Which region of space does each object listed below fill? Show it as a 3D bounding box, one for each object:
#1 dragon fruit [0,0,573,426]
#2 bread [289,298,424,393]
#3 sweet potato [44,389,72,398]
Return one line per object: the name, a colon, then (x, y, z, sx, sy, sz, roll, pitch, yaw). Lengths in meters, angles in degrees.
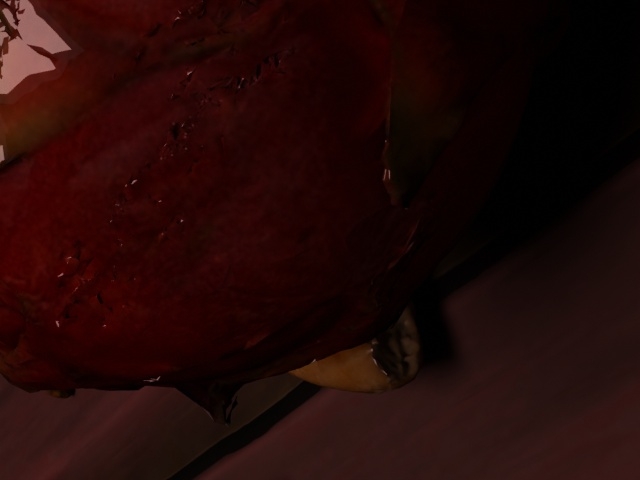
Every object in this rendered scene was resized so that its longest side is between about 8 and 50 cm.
dragon fruit: (-0.059, -0.091, 0.671, 0.301, 0.296, 0.295, -57, 49, 20)
bread: (0.009, 0.023, 0.832, 0.136, 0.054, 0.154, 51, 146, 39)
sweet potato: (-0.213, 0.010, 1.202, 0.050, 0.050, 0.214, 13, 116, 56)
